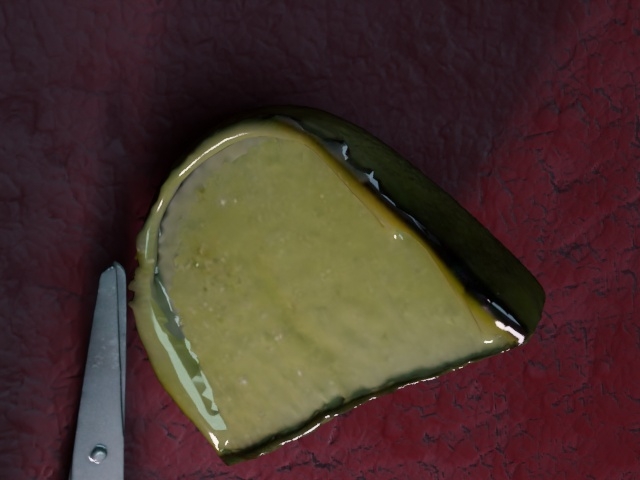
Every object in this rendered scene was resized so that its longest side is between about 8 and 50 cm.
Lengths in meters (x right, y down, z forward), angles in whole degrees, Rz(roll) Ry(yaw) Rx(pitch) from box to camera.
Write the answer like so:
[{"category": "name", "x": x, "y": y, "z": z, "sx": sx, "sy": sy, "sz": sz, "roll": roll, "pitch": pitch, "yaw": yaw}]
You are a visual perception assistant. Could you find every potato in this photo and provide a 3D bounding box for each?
[{"category": "potato", "x": 0.000, "y": 0.000, "z": 1.539, "sx": 0.330, "sy": 0.213, "sz": 0.280, "roll": -27, "pitch": 101, "yaw": 25}]

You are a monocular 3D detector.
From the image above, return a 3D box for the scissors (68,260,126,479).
[{"category": "scissors", "x": -0.202, "y": 0.225, "z": 1.559, "sx": 0.192, "sy": 0.029, "sz": 0.447, "roll": 2, "pitch": 112, "yaw": -13}]
